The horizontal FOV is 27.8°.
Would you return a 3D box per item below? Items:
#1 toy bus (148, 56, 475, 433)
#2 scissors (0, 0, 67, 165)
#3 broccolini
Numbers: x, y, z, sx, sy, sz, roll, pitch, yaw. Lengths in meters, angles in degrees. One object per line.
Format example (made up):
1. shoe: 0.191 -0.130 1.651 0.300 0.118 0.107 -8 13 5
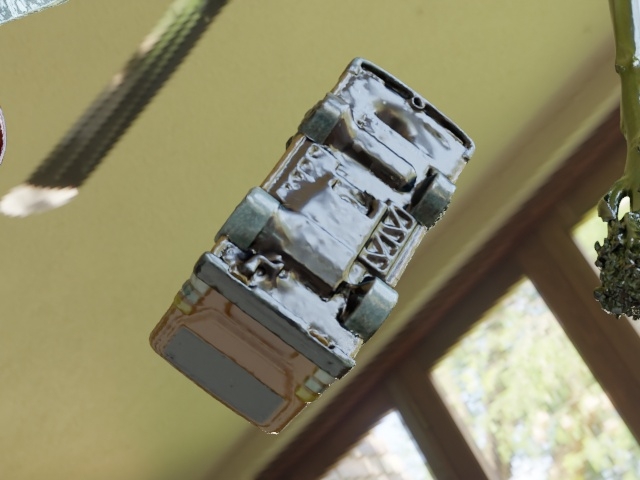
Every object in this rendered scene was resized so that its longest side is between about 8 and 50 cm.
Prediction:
1. toy bus: 0.000 0.000 0.722 0.114 0.098 0.201 -50 5 46
2. scissors: -0.204 -0.135 0.768 0.017 0.144 0.247 -34 18 35
3. broccolini: 0.248 -0.100 1.007 0.079 0.392 0.074 22 -42 -21
